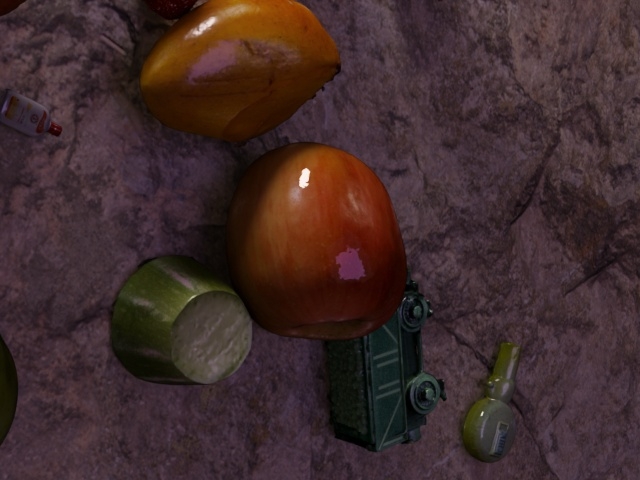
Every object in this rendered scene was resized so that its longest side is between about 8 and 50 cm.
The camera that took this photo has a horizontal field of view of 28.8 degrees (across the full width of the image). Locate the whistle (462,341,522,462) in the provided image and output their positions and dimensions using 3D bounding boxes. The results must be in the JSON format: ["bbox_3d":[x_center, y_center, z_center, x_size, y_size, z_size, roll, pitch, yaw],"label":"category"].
[{"bbox_3d":[0.290,0.262,2.012,0.104,0.057,0.198,24,81,-42],"label":"whistle"}]

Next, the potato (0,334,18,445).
[{"bbox_3d":[-0.424,0.133,1.233,0.216,0.215,0.304,-59,144,-19],"label":"potato"}]

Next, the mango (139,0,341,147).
[{"bbox_3d":[-0.112,-0.212,1.513,0.257,0.138,0.187,-5,135,-52],"label":"mango"}]

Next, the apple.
[{"bbox_3d":[0.000,0.000,1.591,0.242,0.242,0.241,12,67,-42],"label":"apple"}]

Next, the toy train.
[{"bbox_3d":[0.087,0.170,1.784,0.154,0.115,0.269,-13,105,-32],"label":"toy train"}]

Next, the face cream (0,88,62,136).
[{"bbox_3d":[-0.331,-0.140,1.416,0.083,0.021,0.040,26,80,-42],"label":"face cream"}]

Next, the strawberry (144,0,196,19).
[{"bbox_3d":[-0.180,-0.315,1.484,0.106,0.106,0.106,-7,101,-41],"label":"strawberry"}]

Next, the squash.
[{"bbox_3d":[-0.166,0.106,1.543,0.170,0.123,0.170,-6,100,-36],"label":"squash"}]

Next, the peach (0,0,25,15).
[{"bbox_3d":[-0.344,-0.343,1.259,0.235,0.214,0.214,-49,125,-34],"label":"peach"}]
